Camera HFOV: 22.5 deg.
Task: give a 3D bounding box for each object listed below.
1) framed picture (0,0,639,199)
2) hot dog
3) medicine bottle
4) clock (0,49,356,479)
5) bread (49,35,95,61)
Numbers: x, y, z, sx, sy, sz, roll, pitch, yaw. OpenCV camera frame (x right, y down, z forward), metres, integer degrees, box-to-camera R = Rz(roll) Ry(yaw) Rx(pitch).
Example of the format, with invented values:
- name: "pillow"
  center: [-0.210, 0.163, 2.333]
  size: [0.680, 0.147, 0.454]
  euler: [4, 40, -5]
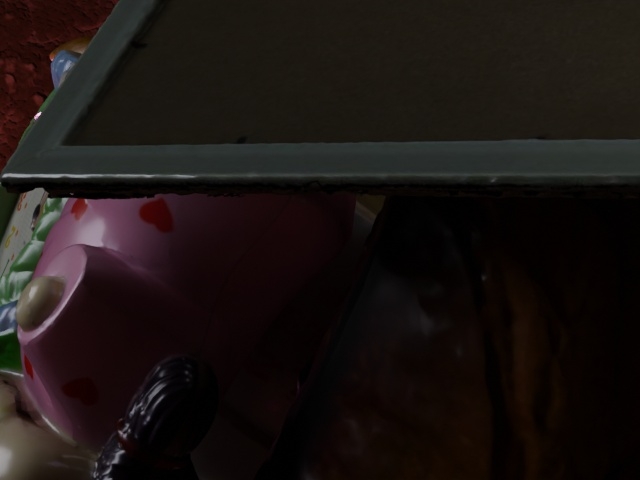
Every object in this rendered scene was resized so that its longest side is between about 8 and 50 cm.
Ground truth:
- name: "framed picture"
  center: [0.070, -0.079, 0.446]
  size: [0.217, 0.274, 0.017]
  euler: [-63, -35, -41]
- name: "hot dog"
  center: [0.042, 0.046, 0.502]
  size: [0.227, 0.099, 0.160]
  euler: [-62, 5, 35]
- name: "medicine bottle"
  center: [0.005, 0.029, 0.669]
  size: [0.143, 0.147, 0.147]
  euler: [-58, 6, 23]
- name: "clock"
  center: [-0.079, 0.042, 0.556]
  size: [0.195, 0.100, 0.194]
  euler: [-67, 24, 4]
- name: "bread"
  center: [-0.050, -0.023, 0.971]
  size: [0.268, 0.268, 0.145]
  euler: [150, 141, -77]
